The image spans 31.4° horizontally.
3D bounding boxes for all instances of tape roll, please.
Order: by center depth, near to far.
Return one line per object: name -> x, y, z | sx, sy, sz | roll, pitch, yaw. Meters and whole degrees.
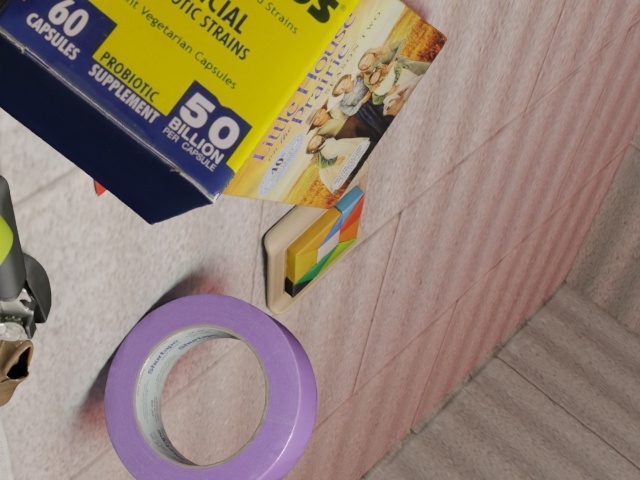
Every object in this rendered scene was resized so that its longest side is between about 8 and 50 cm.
tape roll -> -0.147, 0.213, 1.531 | 0.275, 0.275, 0.090 | -51, 160, -1

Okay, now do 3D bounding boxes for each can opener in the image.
can opener -> -0.329, 0.017, 1.144 | 0.280, 0.074, 0.093 | 97, 3, -57

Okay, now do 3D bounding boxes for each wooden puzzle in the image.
wooden puzzle -> 0.000, 0.000, 1.809 | 0.221, 0.044, 0.239 | -43, 158, -21

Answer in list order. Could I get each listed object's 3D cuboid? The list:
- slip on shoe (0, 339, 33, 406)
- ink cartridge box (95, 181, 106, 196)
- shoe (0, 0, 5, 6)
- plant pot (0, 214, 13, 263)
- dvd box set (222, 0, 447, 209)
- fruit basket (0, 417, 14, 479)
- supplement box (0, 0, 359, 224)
slip on shoe -> -0.358, 0.151, 1.319 | 0.051, 0.041, 0.135 | -26, 148, -49
ink cartridge box -> -0.198, -0.092, 1.263 | 0.115, 0.029, 0.063 | -42, 158, -27
shoe -> -0.272, -0.140, 0.955 | 0.178, 0.081, 0.063 | -44, 158, -19
plant pot -> -0.334, -0.053, 0.710 | 0.227, 0.207, 0.228 | -27, 155, -4
dvd box set -> 0.009, -0.186, 1.452 | 0.308, 0.062, 0.420 | -55, 163, 10
fruit basket -> -0.470, 0.347, 1.234 | 0.327, 0.165, 0.353 | -37, 155, -33
supplement box -> -0.083, -0.215, 0.891 | 0.356, 0.194, 0.195 | -56, -164, -17
